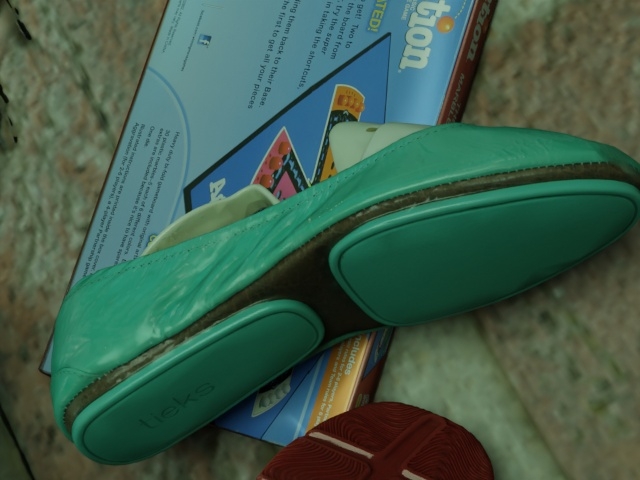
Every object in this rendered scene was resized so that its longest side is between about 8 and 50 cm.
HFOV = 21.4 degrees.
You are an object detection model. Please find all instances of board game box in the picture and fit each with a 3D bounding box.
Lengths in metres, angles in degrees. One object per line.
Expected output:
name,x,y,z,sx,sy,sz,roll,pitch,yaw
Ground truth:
board game box,-0.012,-0.056,0.732,0.145,0.027,0.281,14,80,25

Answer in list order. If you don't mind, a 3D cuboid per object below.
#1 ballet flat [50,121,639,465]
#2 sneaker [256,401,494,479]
ballet flat,0.000,0.000,0.655,0.247,0.083,0.087,-25,54,10
sneaker,-0.009,0.165,0.624,0.087,0.128,0.221,26,42,14
